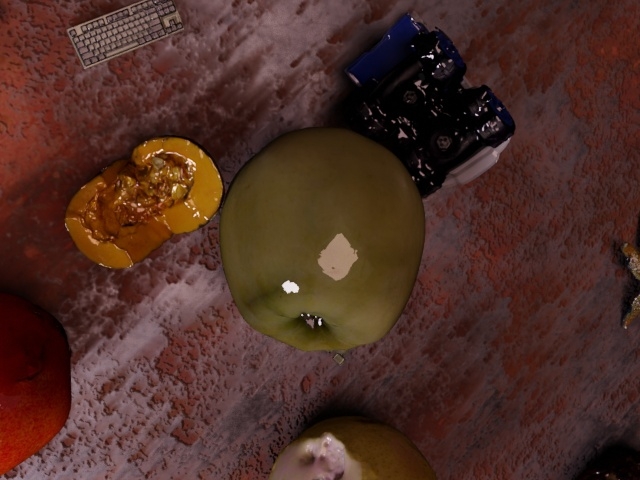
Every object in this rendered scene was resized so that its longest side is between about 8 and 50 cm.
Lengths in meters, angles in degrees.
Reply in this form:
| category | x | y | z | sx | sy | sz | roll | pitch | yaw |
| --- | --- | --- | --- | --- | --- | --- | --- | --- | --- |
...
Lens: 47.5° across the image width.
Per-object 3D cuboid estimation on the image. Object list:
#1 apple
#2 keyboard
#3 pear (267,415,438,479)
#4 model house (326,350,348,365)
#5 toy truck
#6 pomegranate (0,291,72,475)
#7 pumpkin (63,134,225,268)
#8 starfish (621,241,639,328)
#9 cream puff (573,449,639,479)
| category | x | y | z | sx | sy | sz | roll | pitch | yaw |
| --- | --- | --- | --- | --- | --- | --- | --- | --- | --- |
| apple | 0.000 | 0.000 | 0.858 | 0.262 | 0.262 | 0.263 | -4 | 103 | -19 |
| keyboard | -0.227 | -0.248 | 0.855 | 0.129 | 0.015 | 0.049 | -26 | 109 | -13 |
| pear | 0.047 | 0.372 | 0.970 | 0.271 | 0.271 | 0.271 | -4 | 103 | -19 |
| model house | 0.017 | 0.123 | 1.006 | 0.058 | 0.057 | 0.083 | -45 | 111 | -1 |
| toy truck | 0.142 | -0.179 | 0.933 | 0.161 | 0.177 | 0.213 | -36 | 103 | 30 |
| pomegranate | -0.378 | 0.165 | 0.796 | 0.210 | 0.210 | 0.235 | 14 | 129 | -22 |
| pumpkin | -0.198 | -0.053 | 0.856 | 0.183 | 0.108 | 0.119 | -27 | 102 | 5 |
| starfish | 0.562 | 0.047 | 1.199 | 0.175 | 0.053 | 0.208 | -31 | 117 | -22 |
| cream puff | 0.525 | 0.473 | 1.212 | 0.238 | 0.165 | 0.239 | -6 | 106 | -21 |
